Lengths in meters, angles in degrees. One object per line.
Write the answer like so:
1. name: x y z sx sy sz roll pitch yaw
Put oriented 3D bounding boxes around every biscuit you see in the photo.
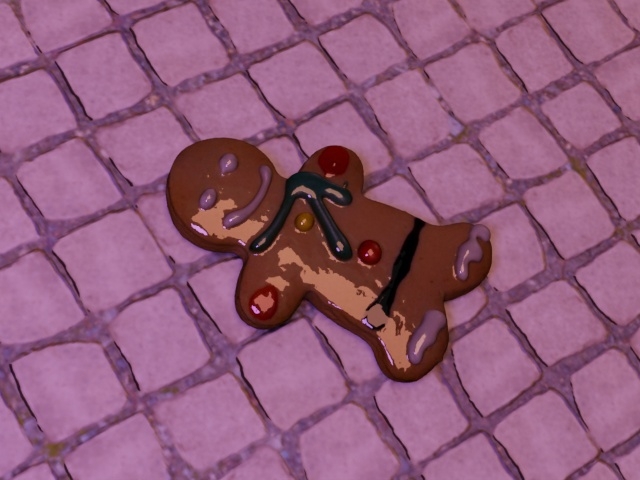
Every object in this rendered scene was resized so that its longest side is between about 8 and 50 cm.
1. biscuit: 0.000 0.000 0.969 0.301 0.049 0.197 28 61 1
